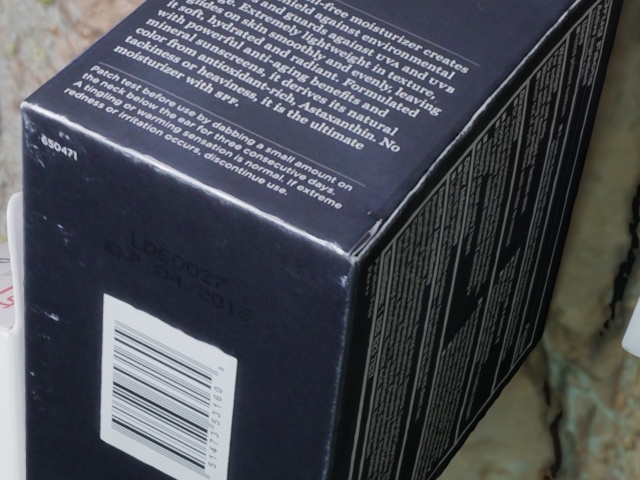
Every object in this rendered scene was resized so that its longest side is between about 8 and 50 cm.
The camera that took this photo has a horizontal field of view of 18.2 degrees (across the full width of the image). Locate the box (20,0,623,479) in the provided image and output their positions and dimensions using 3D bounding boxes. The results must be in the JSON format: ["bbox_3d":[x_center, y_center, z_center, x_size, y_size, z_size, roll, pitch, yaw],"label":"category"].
[{"bbox_3d":[0.000,0.000,1.022,0.182,0.294,0.296,26,135,19],"label":"box"}]

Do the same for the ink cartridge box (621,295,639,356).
[{"bbox_3d":[0.251,0.001,1.015,0.127,0.176,0.128,24,113,16],"label":"ink cartridge box"}]

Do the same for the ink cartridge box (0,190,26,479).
[{"bbox_3d":[-0.180,0.119,1.234,0.119,0.207,0.353,6,105,23],"label":"ink cartridge box"}]
